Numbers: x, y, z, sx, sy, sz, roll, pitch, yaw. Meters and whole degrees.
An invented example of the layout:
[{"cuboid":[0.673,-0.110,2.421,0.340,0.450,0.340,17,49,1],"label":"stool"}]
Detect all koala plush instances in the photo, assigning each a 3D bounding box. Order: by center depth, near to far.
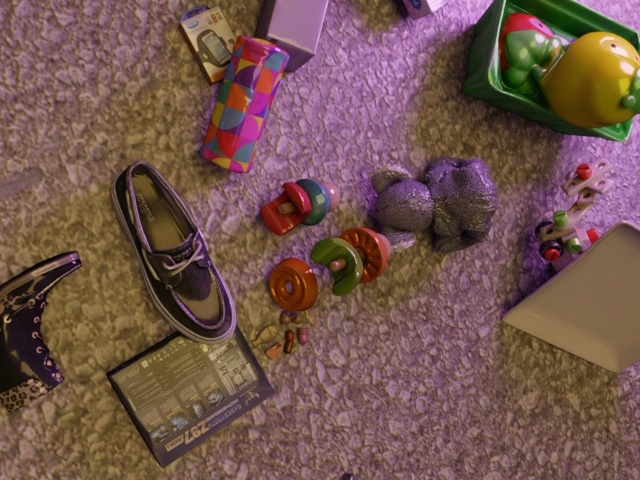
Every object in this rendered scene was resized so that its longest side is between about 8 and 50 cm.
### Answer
[{"cuboid":[0.204,-0.071,1.336,0.221,0.203,0.196,-4,89,-10],"label":"koala plush"}]

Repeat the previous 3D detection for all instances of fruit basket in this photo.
[{"cuboid":[0.501,-0.341,1.361,0.392,0.392,0.283,16,82,-20],"label":"fruit basket"}]

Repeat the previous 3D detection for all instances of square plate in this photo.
[{"cuboid":[0.615,0.121,1.444,0.347,0.344,0.049,25,41,-19],"label":"square plate"}]

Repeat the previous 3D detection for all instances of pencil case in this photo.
[{"cuboid":[-0.134,-0.232,1.210,0.104,0.104,0.236,17,104,-20],"label":"pencil case"}]

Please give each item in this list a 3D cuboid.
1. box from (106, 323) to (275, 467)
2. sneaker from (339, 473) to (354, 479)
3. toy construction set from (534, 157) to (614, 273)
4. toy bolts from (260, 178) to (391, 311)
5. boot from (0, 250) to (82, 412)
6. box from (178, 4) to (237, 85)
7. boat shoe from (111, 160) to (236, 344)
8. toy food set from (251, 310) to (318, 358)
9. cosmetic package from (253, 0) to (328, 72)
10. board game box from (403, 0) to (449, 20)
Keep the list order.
[{"cuboid":[-0.221,0.248,1.208,0.233,0.059,0.183,-31,98,-20],"label":"box"},{"cuboid":[0.048,0.484,1.324,0.035,0.031,0.083,27,82,-32],"label":"sneaker"},{"cuboid":[0.577,-0.002,1.456,0.327,0.215,0.151,55,27,-23],"label":"toy construction set"},{"cuboid":[0.000,0.000,1.281,0.158,0.218,0.228,-21,78,-51],"label":"toy bolts"},{"cuboid":[-0.451,0.142,1.110,0.236,0.085,0.178,-34,102,-13],"label":"boot"},{"cuboid":[-0.196,-0.360,1.263,0.081,0.028,0.136,-32,101,-20],"label":"box"},{"cuboid":[-0.246,0.024,1.148,0.121,0.119,0.335,-33,90,-23],"label":"boat shoe"},{"cuboid":[-0.061,0.175,1.297,0.122,0.019,0.078,-42,102,-18],"label":"toy food set"},{"cuboid":[-0.045,-0.444,1.275,0.107,0.127,0.238,14,84,-20],"label":"cosmetic package"},{"cuboid":[0.232,-0.652,1.382,0.319,0.066,0.318,-38,110,-28],"label":"board game box"}]
